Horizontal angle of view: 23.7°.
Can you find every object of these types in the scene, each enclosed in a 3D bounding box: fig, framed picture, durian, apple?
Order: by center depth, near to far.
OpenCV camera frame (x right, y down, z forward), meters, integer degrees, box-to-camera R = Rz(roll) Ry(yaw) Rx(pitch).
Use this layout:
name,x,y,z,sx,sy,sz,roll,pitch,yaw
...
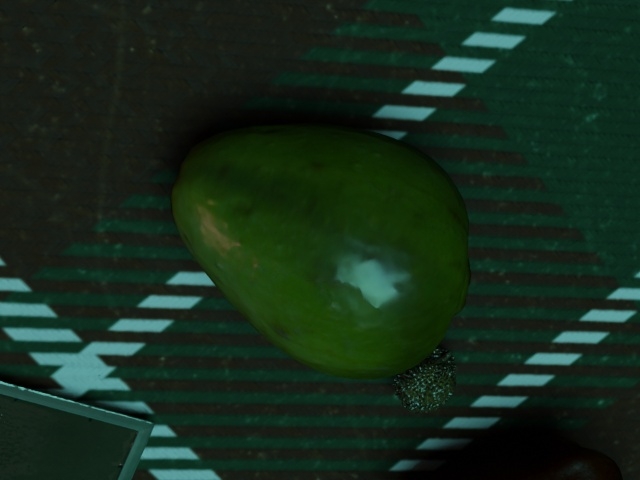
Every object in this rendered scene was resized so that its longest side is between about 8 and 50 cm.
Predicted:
name,x,y,z,sx,sy,sz,roll,pitch,yaw
fig,0.000,0.000,1.578,0.326,0.258,0.258,24,105,-8
framed picture,-0.363,0.258,1.715,0.296,0.019,0.232,19,109,-20
durian,0.123,0.158,1.761,0.080,0.080,0.091,22,127,-21
apple,0.234,0.381,1.780,0.317,0.288,0.288,-33,116,-8
